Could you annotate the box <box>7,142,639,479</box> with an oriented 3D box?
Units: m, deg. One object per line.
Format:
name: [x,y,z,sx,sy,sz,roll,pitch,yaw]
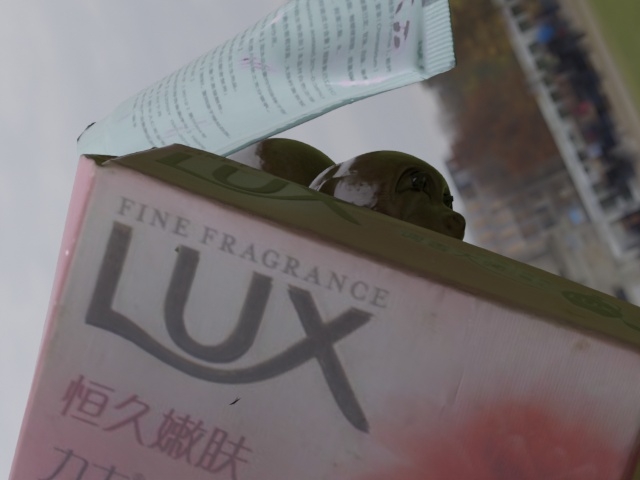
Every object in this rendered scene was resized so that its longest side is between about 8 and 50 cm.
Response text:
box: [0.005,0.049,0.469,0.060,0.156,0.111,-29,-44,-77]

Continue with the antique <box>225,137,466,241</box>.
antique: [0.000,0.000,1.294,0.257,0.121,0.143,0,78,59]

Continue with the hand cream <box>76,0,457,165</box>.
hand cream: [-0.039,-0.087,1.062,0.058,0.331,0.085,9,-109,-33]
